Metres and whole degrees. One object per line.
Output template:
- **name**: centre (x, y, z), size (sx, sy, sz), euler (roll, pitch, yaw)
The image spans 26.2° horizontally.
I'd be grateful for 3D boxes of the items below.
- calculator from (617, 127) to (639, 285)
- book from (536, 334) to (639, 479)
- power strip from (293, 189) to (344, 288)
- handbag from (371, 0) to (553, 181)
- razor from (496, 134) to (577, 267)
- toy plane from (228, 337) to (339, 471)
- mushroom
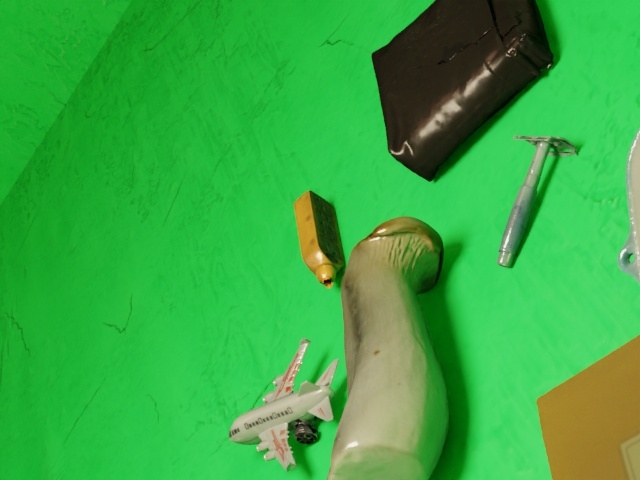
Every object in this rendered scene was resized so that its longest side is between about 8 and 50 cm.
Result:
- **calculator**: centre (0.362, -0.046, 0.949), size (0.386, 0.054, 0.256), euler (-26, 58, 42)
- **book**: centre (0.308, 0.131, 0.876), size (0.389, 0.032, 0.269), euler (-39, 45, 36)
- **power strip**: centre (0.000, 0.000, 1.673), size (0.028, 0.049, 0.178), euler (-44, 30, 23)
- **handbag**: centre (0.152, -0.212, 1.568), size (0.223, 0.080, 0.247), euler (-46, 29, 28)
- **razor**: centre (0.202, -0.038, 1.355), size (0.068, 0.040, 0.135), euler (10, 80, 65)
- **toy plane**: centre (-0.040, 0.194, 1.528), size (0.171, 0.065, 0.162), euler (-39, 33, 43)
- **mushroom**: centre (0.057, 0.123, 1.355), size (0.159, 0.122, 0.328), euler (-29, 38, 35)
